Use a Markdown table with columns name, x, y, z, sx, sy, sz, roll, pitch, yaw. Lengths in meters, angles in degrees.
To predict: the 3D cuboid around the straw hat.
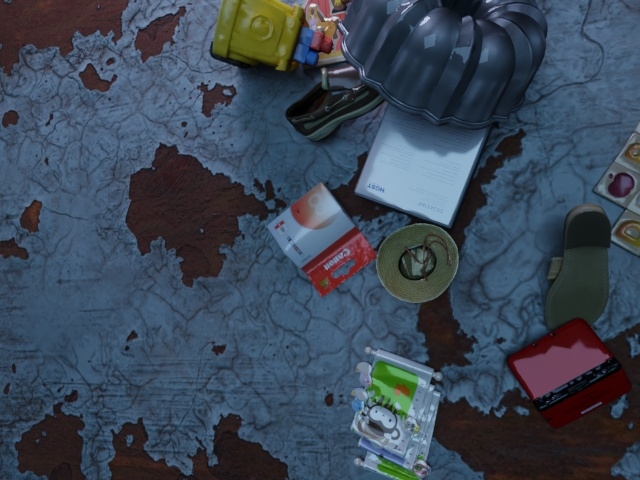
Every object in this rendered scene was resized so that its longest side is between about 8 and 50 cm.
| name | x | y | z | sx | sy | sz | roll | pitch | yaw |
| --- | --- | --- | --- | --- | --- | --- | --- | --- | --- |
| straw hat | 0.175 | 0.041 | 0.835 | 0.144 | 0.061 | 0.144 | -1 | 86 | 11 |

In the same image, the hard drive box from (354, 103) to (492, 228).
| name | x | y | z | sx | sy | sz | roll | pitch | yaw |
| --- | --- | --- | --- | --- | --- | --- | --- | --- | --- |
| hard drive box | 0.189 | -0.156 | 0.824 | 0.181 | 0.089 | 0.232 | 23 | 94 | 17 |

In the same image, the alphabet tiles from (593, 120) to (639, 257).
| name | x | y | z | sx | sy | sz | roll | pitch | yaw |
| --- | --- | --- | --- | --- | --- | --- | --- | --- | --- |
| alphabet tiles | 0.636 | -0.063 | 0.721 | 0.342 | 0.011 | 0.285 | 34 | 98 | 16 |

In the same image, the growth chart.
| name | x | y | z | sx | sy | sz | roll | pitch | yaw |
| --- | --- | --- | --- | --- | --- | --- | --- | --- | --- |
| growth chart | 0.135 | 0.326 | 0.857 | 0.172 | 0.021 | 0.237 | 7 | 89 | 19 |

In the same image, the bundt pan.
| name | x | y | z | sx | sy | sz | roll | pitch | yaw |
| --- | --- | --- | --- | --- | --- | --- | --- | --- | --- |
| bundt pan | 0.200 | -0.333 | 0.712 | 0.331 | 0.124 | 0.331 | 7 | 59 | -12 |

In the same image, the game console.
| name | x | y | z | sx | sy | sz | roll | pitch | yaw |
| --- | --- | --- | --- | --- | --- | --- | --- | --- | --- |
| game console | 0.407 | 0.221 | 0.764 | 0.144 | 0.085 | 0.124 | -35 | 122 | 13 |

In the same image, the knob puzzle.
| name | x | y | z | sx | sy | sz | roll | pitch | yaw |
| --- | --- | --- | --- | --- | --- | --- | --- | --- | --- |
| knob puzzle | 0.037 | -0.450 | 0.915 | 0.213 | 0.030 | 0.213 | -1 | 87 | 18 |

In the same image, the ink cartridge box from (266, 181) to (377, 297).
| name | x | y | z | sx | sy | sz | roll | pitch | yaw |
| --- | --- | --- | --- | --- | --- | --- | --- | --- | --- |
| ink cartridge box | 0.000 | 0.000 | 0.901 | 0.145 | 0.045 | 0.179 | -38 | 75 | 13 |

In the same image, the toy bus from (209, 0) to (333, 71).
| name | x | y | z | sx | sy | sz | roll | pitch | yaw |
| --- | --- | --- | --- | --- | --- | --- | --- | --- | --- |
| toy bus | -0.081 | -0.386 | 0.877 | 0.211 | 0.220 | 0.149 | 17 | 108 | -6 |

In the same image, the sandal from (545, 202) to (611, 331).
| name | x | y | z | sx | sy | sz | roll | pitch | yaw |
| --- | --- | --- | --- | --- | --- | --- | --- | --- | --- |
| sandal | 0.414 | 0.039 | 0.749 | 0.088 | 0.079 | 0.240 | 2 | 122 | 18 |

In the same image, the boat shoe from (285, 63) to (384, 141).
| name | x | y | z | sx | sy | sz | roll | pitch | yaw |
| --- | --- | --- | --- | --- | --- | --- | --- | --- | --- |
| boat shoe | 0.039 | -0.268 | 0.824 | 0.257 | 0.095 | 0.095 | -32 | 50 | 34 |
